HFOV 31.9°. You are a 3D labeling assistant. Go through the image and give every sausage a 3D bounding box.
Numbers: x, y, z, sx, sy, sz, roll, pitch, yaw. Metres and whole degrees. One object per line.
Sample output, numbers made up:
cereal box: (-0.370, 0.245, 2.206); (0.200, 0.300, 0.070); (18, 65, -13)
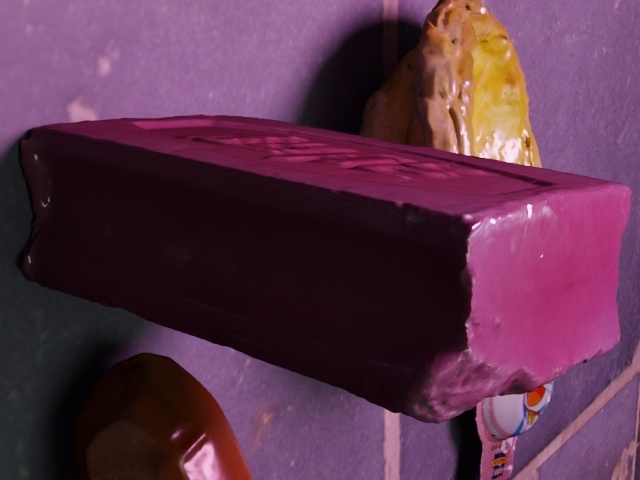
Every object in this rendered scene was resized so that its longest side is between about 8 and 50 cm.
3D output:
sausage: (-0.104, 0.212, 0.845); (0.133, 0.133, 0.258); (-18, 83, -51)

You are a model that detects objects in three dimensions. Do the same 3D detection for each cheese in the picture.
cheese: (0.237, 0.215, 1.420); (0.189, 0.074, 0.286); (3, 99, -53)

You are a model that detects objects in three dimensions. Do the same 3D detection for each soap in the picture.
soap: (0.000, 0.000, 0.765); (0.233, 0.359, 0.128); (-13, 112, -52)

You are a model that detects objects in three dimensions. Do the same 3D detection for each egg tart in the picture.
egg tart: (0.131, -0.068, 1.095); (0.345, 0.132, 0.346); (27, 60, -60)
